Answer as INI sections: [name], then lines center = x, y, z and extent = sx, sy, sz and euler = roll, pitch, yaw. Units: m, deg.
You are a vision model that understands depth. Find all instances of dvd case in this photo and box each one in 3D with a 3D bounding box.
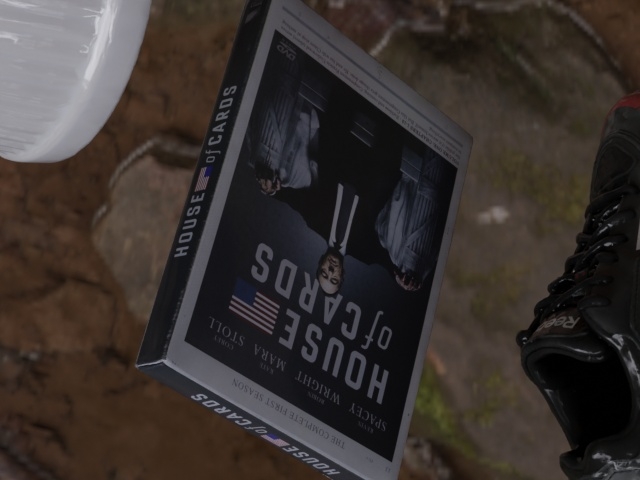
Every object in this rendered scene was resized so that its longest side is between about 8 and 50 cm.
[dvd case]
center = 0.000, 0.000, 0.903
extent = 0.030, 0.238, 0.179
euler = -14, 142, 44

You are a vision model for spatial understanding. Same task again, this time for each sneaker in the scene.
[sneaker]
center = 0.178, 0.029, 0.914
extent = 0.135, 0.276, 0.097
euler = 10, 155, -21

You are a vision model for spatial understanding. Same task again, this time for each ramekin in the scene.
[ramekin]
center = -0.175, -0.145, 0.793
extent = 0.109, 0.207, 0.207
euler = 4, 133, -35
